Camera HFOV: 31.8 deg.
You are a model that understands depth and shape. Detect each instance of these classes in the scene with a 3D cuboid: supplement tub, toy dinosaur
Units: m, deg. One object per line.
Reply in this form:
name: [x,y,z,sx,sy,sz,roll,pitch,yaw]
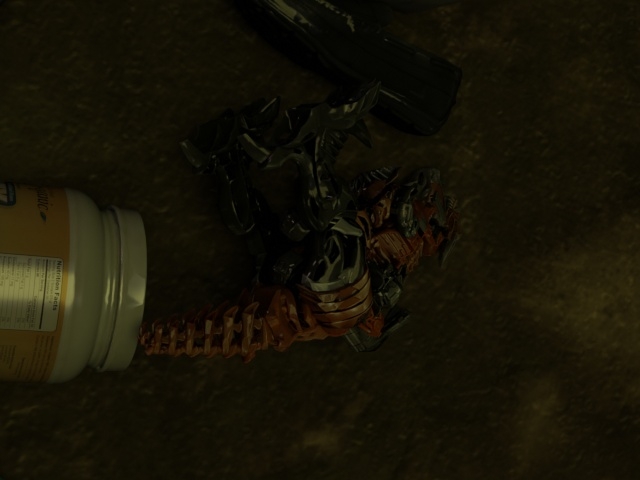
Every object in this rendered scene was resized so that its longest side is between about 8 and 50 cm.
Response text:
supplement tub: [-0.236,0.028,0.805,0.200,0.144,0.144,5,92,-22]
toy dinosaur: [0.000,0.000,0.868,0.322,0.164,0.218,-45,121,-60]

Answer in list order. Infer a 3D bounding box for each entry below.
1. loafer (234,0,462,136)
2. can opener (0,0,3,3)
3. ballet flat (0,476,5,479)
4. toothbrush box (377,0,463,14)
loafer: [0.025,-0.168,0.929,0.223,0.076,0.078,30,84,-26]
can opener: [-0.205,-0.205,0.836,0.095,0.076,0.283,44,80,-18]
ballet flat: [-0.324,0.270,0.834,0.087,0.083,0.247,34,81,4]
toothbrush box: [0.034,-0.352,0.889,0.216,0.126,0.295,10,90,-23]
